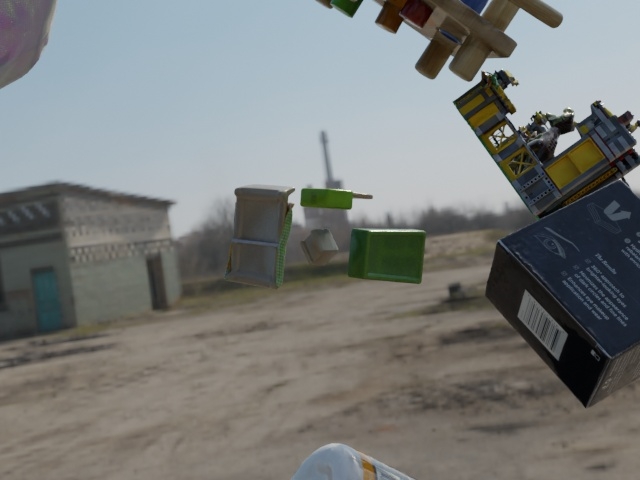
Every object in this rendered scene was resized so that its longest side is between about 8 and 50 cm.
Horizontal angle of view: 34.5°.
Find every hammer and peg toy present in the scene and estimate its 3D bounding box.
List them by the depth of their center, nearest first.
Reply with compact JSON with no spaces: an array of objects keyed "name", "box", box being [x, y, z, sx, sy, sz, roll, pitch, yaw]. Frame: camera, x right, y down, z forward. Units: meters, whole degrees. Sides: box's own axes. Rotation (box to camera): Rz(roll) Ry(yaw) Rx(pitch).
[{"name":"hammer and peg toy","box":[0.136,-0.309,1.336,0.266,0.127,0.361,32,3,-14]}]

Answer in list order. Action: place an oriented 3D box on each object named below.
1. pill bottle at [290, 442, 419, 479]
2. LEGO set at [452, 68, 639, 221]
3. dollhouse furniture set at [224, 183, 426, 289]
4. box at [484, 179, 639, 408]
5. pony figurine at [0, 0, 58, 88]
[{"name":"pill bottle","box":[0.096,0.340,1.097,0.278,0.162,0.162,30,-15,-18]},{"name":"LEGO set","box":[0.352,-0.139,1.473,0.192,0.255,0.331,-36,-32,11]},{"name":"dollhouse furniture set","box":[0.000,0.000,0.744,0.058,0.076,0.151,4,1,-44]},{"name":"box","box":[0.268,0.047,0.972,0.158,0.156,0.093,-25,-34,-21]},{"name":"pony figurine","box":[-0.163,-0.260,0.653,0.363,0.303,0.351,-15,8,22]}]
